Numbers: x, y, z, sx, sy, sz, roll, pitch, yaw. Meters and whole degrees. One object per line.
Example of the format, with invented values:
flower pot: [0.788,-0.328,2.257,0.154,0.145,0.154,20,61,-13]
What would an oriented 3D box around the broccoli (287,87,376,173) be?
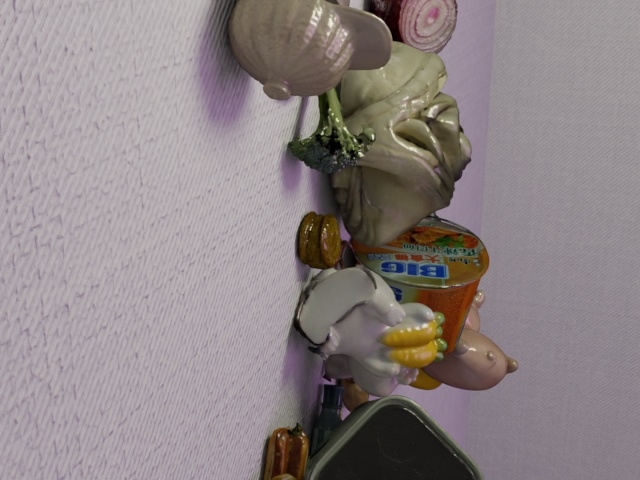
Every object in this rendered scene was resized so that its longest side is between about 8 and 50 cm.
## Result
broccoli: [0.011,-0.205,1.539,0.118,0.122,0.204,20,59,-50]

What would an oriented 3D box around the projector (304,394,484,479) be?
projector: [0.116,0.428,1.658,0.248,0.248,0.249,-44,175,-12]

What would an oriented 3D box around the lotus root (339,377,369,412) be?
lotus root: [0.071,0.314,1.966,0.150,0.062,0.073,77,19,-47]

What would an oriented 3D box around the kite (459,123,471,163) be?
kite: [0.226,-0.153,1.878,0.229,0.016,0.127,-57,-133,51]

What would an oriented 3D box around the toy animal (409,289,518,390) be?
toy animal: [0.279,0.196,2.194,0.277,0.345,0.247,43,60,-27]

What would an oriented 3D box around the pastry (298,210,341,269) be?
pastry: [0.000,0.000,1.641,0.109,0.057,0.097,47,50,-69]

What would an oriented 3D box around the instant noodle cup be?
instant noodle cup: [0.193,0.104,1.963,0.296,0.296,0.214,-55,155,-56]

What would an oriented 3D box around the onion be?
onion: [0.154,-0.440,1.862,0.218,0.140,0.195,-44,146,-6]

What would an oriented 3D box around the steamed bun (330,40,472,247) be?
steamed bun: [0.154,-0.180,1.736,0.339,0.247,0.352,77,25,-56]

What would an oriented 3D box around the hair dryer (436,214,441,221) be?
hair dryer: [0.227,-0.057,2.340,0.196,0.077,0.248,-62,143,-47]

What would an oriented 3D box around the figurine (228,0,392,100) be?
figurine: [-0.041,-0.348,1.276,0.185,0.204,0.333,46,24,-66]

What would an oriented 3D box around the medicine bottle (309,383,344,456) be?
medicine bottle: [0.014,0.386,1.828,0.090,0.053,0.209,22,75,-72]

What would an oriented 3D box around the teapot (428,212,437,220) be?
teapot: [0.211,-0.012,2.162,0.203,0.170,0.225,-121,-160,-65]

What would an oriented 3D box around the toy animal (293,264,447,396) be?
toy animal: [0.088,0.177,1.724,0.183,0.247,0.310,-61,141,-13]

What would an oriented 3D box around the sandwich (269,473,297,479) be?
sandwich: [-0.071,0.432,1.522,0.105,0.035,0.093,-39,121,-29]

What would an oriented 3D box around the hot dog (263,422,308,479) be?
hot dog: [-0.063,0.394,1.582,0.055,0.072,0.189,4,-95,65]

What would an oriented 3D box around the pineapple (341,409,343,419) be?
pineapple: [0.029,0.387,1.937,0.045,0.019,0.083,70,32,-43]

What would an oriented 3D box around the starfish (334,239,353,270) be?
starfish: [0.040,0.029,1.826,0.091,0.028,0.078,78,31,-52]
